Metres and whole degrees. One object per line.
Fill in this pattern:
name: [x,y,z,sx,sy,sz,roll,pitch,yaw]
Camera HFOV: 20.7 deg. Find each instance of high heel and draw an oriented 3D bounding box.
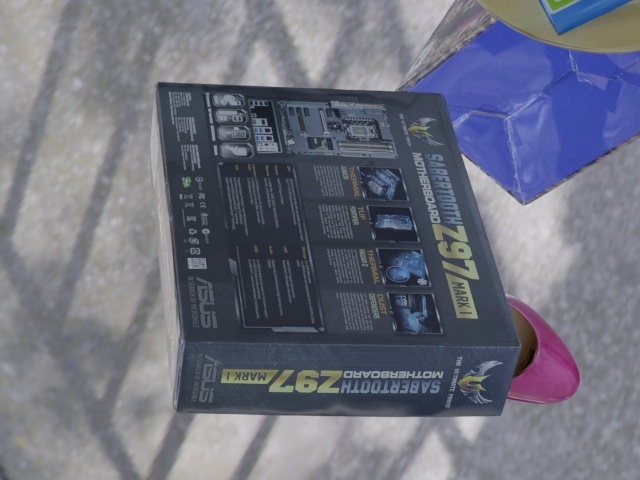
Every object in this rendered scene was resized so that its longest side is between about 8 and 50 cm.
high heel: [0.117,0.067,1.302,0.244,0.117,0.082,38,89,-23]

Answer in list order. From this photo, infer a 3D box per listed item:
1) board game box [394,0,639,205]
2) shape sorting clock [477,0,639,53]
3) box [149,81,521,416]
board game box: [0.224,-0.205,1.339,0.141,0.291,0.232,39,148,-10]
shape sorting clock: [0.170,-0.201,1.011,0.206,0.206,0.040,15,167,15]
box: [0.000,0.000,1.000,0.183,0.233,0.059,0,131,-11]
